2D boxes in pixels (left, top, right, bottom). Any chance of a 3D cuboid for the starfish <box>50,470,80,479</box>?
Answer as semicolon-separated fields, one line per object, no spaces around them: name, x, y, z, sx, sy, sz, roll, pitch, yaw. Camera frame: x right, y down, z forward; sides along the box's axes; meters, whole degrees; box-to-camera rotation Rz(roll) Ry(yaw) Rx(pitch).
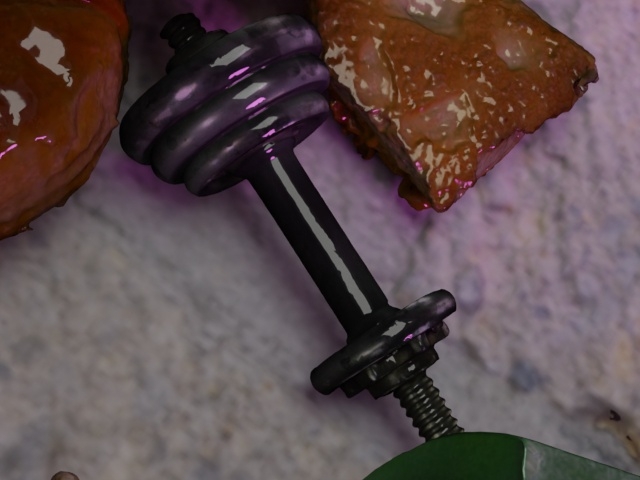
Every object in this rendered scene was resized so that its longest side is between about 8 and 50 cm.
starfish;-0.081;0.247;0.614;0.303;0.113;0.312;-13;79;-19

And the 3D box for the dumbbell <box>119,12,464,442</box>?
dumbbell;0.000;0.000;0.758;0.110;0.110;0.254;-31;84;-27

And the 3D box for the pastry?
pastry;-0.197;-0.081;0.726;0.219;0.100;0.229;3;63;-8

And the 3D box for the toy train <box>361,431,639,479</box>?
toy train;0.134;0.201;0.650;0.301;0.120;0.202;21;63;-33

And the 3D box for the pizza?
pizza;0.060;-0.081;0.838;0.182;0.062;0.161;12;56;-17
